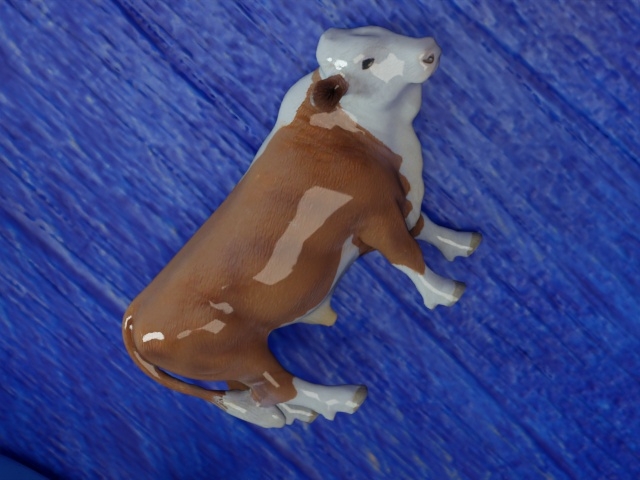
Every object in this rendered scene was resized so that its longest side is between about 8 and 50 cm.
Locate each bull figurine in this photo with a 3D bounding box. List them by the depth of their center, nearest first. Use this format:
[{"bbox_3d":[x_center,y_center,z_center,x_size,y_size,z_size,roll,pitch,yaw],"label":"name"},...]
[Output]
[{"bbox_3d":[0.000,0.000,0.688,0.188,0.101,0.310,41,103,-10],"label":"bull figurine"}]

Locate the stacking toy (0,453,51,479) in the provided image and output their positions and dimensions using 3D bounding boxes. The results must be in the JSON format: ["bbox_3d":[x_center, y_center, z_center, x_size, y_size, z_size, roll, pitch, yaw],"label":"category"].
[{"bbox_3d":[-0.311,0.332,0.787,0.175,0.165,0.302,33,116,-3],"label":"stacking toy"}]
